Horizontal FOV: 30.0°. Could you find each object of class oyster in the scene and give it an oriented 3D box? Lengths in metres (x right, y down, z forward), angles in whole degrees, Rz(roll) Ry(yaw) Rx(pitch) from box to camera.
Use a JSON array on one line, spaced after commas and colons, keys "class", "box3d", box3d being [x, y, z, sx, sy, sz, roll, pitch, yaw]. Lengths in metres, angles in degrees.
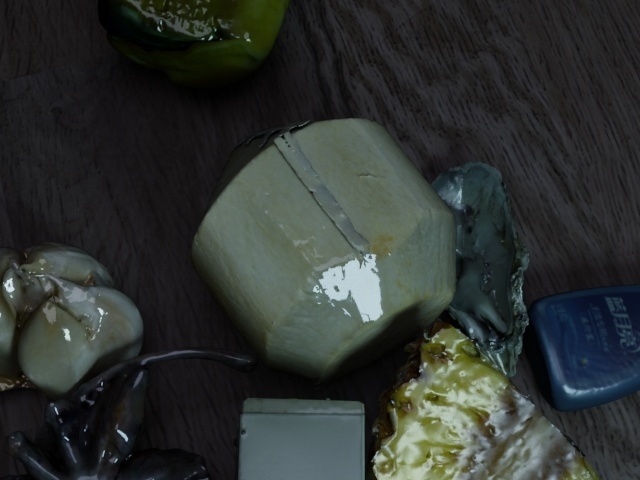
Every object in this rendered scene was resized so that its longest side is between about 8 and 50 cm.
[{"class": "oyster", "box3d": [0.204, 0.018, 1.509, 0.199, 0.087, 0.252, -47, 60, -6]}]

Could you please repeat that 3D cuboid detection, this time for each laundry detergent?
[{"class": "laundry detergent", "box3d": [0.402, 0.113, 1.465, 0.289, 0.094, 0.143, -13, 58, -5]}]

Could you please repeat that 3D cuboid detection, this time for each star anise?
[{"class": "star anise", "box3d": [-0.246, 0.283, 1.376, 0.359, 0.139, 0.316, -2, 96, -12]}]

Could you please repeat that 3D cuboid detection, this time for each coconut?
[{"class": "coconut", "box3d": [0.000, 0.000, 1.414, 0.322, 0.323, 0.323, 0, 66, 1]}]

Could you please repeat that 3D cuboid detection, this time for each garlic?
[{"class": "garlic", "box3d": [-0.350, 0.083, 1.435, 0.281, 0.203, 0.185, 11, 50, 9]}]

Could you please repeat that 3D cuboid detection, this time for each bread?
[{"class": "bread", "box3d": [-0.151, -0.385, 1.627, 0.251, 0.208, 0.377, 14, 67, -1]}]

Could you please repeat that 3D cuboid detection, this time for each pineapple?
[{"class": "pineapple", "box3d": [0.128, 0.276, 1.349, 0.286, 0.209, 0.344, -46, 105, -6]}]

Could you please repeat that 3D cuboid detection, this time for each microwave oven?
[{"class": "microwave oven", "box3d": [-0.023, 0.293, 1.313, 0.145, 0.240, 0.194, 4, 67, 1]}]
